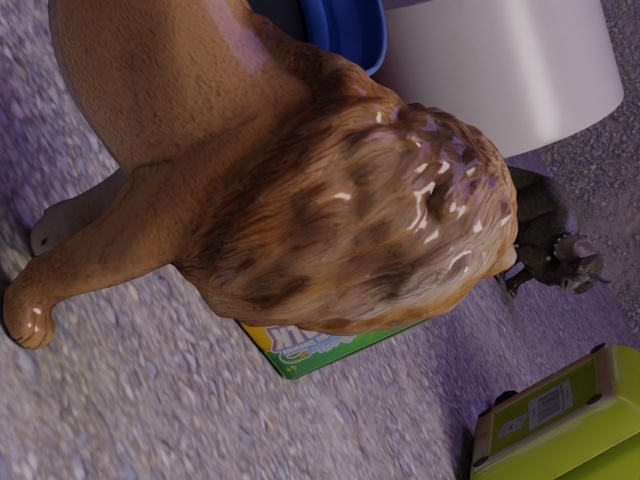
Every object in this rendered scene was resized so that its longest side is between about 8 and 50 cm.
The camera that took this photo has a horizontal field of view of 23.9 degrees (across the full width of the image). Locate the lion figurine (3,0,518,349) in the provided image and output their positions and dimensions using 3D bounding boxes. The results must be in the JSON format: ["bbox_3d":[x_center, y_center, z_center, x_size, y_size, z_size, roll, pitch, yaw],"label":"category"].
[{"bbox_3d":[-0.083,-0.103,0.729,0.392,0.240,0.142,59,15,-16],"label":"lion figurine"}]

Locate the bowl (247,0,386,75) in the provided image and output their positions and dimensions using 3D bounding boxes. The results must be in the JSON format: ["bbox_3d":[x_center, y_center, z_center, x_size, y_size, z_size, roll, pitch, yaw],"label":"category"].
[{"bbox_3d":[-0.092,-0.279,1.217,0.391,0.077,0.391,44,27,-29],"label":"bowl"}]

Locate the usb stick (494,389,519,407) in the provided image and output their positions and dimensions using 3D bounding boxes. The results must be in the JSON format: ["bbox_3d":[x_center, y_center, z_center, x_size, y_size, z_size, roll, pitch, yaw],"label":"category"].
[{"bbox_3d":[0.270,0.246,1.799,0.278,0.045,0.077,41,27,-57],"label":"usb stick"}]

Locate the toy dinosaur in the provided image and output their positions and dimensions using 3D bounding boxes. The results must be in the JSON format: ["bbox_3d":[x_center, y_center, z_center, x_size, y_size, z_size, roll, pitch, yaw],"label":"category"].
[{"bbox_3d":[0.320,-0.015,2.205,0.121,0.160,0.314,49,21,-47],"label":"toy dinosaur"}]

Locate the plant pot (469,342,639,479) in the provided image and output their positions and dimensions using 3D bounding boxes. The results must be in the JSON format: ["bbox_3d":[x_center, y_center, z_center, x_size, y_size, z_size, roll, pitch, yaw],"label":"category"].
[{"bbox_3d":[0.270,0.240,1.466,0.207,0.227,0.228,56,15,-7],"label":"plant pot"}]

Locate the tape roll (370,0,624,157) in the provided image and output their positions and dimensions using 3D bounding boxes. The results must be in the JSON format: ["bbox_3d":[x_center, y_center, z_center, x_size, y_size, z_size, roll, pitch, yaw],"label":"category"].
[{"bbox_3d":[0.167,-0.194,1.520,0.246,0.246,0.169,-73,146,-70],"label":"tape roll"}]

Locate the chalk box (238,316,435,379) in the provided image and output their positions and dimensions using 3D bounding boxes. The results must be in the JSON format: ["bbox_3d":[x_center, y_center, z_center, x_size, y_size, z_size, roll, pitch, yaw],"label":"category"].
[{"bbox_3d":[0.000,0.000,1.074,0.213,0.132,0.132,53,18,-35],"label":"chalk box"}]
